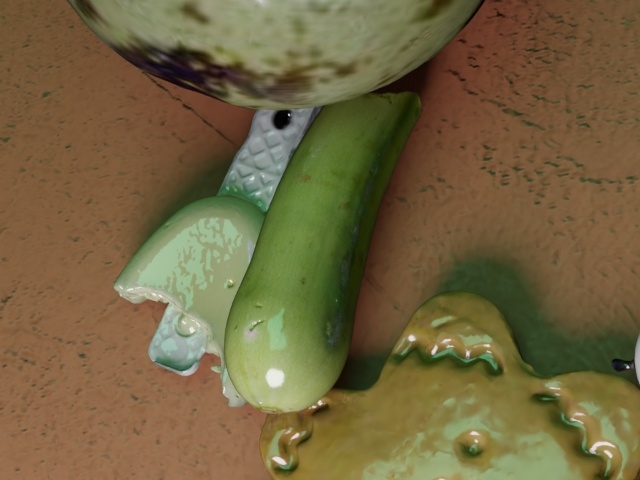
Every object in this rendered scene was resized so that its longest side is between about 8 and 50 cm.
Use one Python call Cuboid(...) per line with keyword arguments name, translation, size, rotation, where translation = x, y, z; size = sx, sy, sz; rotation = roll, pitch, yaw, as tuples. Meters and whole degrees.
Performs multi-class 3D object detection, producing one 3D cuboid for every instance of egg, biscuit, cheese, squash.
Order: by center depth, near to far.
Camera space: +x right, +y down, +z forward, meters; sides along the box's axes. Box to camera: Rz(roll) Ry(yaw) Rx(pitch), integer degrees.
Cuboid(name="biscuit", translation=(0.056, 0.207, 1.088), size=(0.275, 0.052, 0.355), rotation=(34, 81, 23))
Cuboid(name="egg", translation=(-0.024, -0.284, 1.131), size=(0.345, 0.345, 0.428), rotation=(-3, 47, 13))
Cuboid(name="squash", translation=(0.000, 0.000, 1.143), size=(0.083, 0.083, 0.250), rotation=(10, 63, 18))
Cuboid(name="cheese", translation=(-0.057, -0.009, 1.196), size=(0.127, 0.050, 0.235), rotation=(21, 78, 21))

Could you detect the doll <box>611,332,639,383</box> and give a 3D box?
Cuboid(name="doll", translation=(0.307, 0.015, 1.044), size=(0.208, 0.144, 0.271), rotation=(19, 77, 24))
